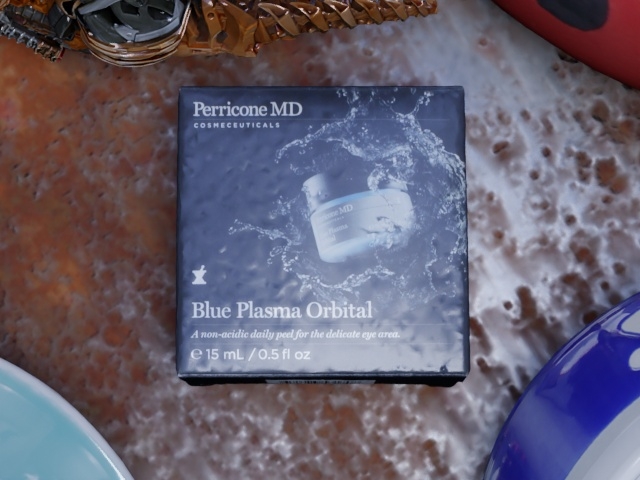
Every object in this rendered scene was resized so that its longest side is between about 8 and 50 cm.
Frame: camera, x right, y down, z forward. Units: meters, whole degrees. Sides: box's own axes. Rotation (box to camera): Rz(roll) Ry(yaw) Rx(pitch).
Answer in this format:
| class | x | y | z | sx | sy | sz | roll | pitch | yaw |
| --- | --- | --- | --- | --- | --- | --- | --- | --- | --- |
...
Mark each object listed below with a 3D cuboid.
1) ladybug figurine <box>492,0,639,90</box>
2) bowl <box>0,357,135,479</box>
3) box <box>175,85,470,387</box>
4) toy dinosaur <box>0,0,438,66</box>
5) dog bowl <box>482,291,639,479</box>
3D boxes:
| class | x | y | z | sx | sy | sz | roll | pitch | yaw |
| --- | --- | --- | --- | --- | --- | --- | --- | --- | --- |
| ladybug figurine | 0.163 | -0.224 | 0.801 | 0.449 | 0.162 | 0.305 | 40 | 126 | 22 |
| bowl | -0.234 | 0.215 | 0.782 | 0.311 | 0.163 | 0.311 | 22 | 55 | -34 |
| box | 0.000 | 0.000 | 0.883 | 0.156 | 0.093 | 0.158 | 0 | 82 | -1 |
| toy dinosaur | -0.107 | -0.168 | 0.846 | 0.322 | 0.218 | 0.164 | -7 | 60 | -5 |
| dog bowl | 0.216 | 0.147 | 0.800 | 0.265 | 0.104 | 0.265 | -6 | 116 | -13 |
